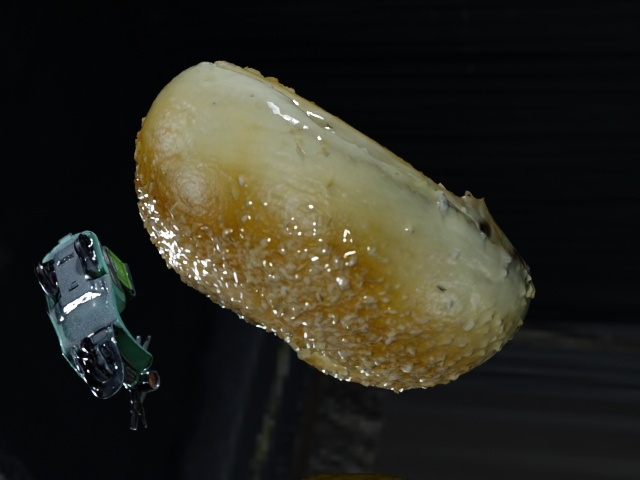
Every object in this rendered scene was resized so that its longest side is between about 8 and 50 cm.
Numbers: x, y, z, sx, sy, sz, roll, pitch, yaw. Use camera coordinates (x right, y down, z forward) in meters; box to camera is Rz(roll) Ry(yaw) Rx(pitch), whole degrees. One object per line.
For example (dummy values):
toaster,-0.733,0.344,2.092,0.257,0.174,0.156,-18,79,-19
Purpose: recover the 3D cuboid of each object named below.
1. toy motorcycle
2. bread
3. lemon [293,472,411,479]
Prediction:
toy motorcycle,-0.170,0.064,1.344,0.100,0.058,0.173,48,-166,-46
bread,0.000,0.000,1.223,0.159,0.305,0.305,-58,-24,-6
lemon,0.029,0.297,1.231,0.285,0.285,0.316,68,-177,-51
